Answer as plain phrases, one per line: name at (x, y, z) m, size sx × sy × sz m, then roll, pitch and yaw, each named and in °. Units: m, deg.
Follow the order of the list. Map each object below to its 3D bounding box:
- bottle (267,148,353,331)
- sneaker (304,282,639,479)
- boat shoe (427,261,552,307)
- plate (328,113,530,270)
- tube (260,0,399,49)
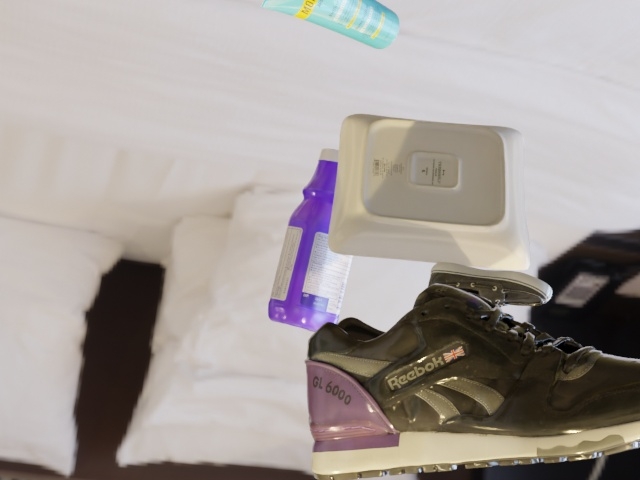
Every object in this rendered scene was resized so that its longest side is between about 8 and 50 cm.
bottle at (0.000, 0.000, 1.661) m, size 0.092 × 0.283 × 0.118 m, roll 9°, pitch 174°, yaw 41°
sneaker at (0.111, 0.084, 0.704) m, size 0.283 × 0.124 × 0.107 m, roll -11°, pitch 172°, yaw 25°
boat shoe at (0.189, 0.058, 1.199) m, size 0.142 × 0.040 × 0.049 m, roll 9°, pitch 151°, yaw 26°
plate at (0.158, -0.085, 1.510) m, size 0.277 × 0.277 × 0.045 m, roll 5°, pitch 139°, yaw 2°
tube at (0.014, -0.286, 1.280) m, size 0.052 × 0.080 × 0.207 m, roll 26°, pitch -172°, yaw 42°
